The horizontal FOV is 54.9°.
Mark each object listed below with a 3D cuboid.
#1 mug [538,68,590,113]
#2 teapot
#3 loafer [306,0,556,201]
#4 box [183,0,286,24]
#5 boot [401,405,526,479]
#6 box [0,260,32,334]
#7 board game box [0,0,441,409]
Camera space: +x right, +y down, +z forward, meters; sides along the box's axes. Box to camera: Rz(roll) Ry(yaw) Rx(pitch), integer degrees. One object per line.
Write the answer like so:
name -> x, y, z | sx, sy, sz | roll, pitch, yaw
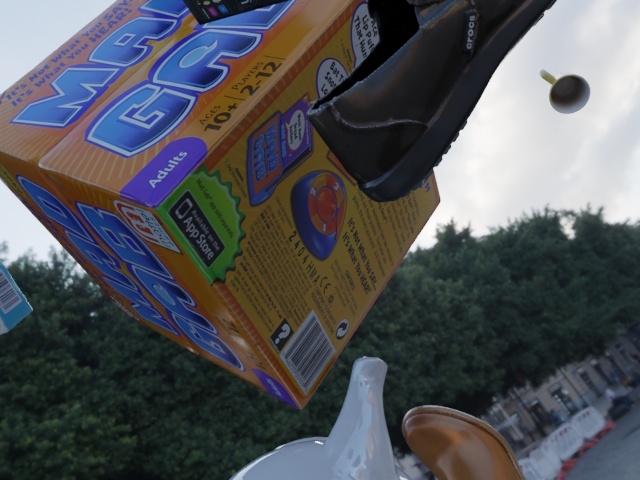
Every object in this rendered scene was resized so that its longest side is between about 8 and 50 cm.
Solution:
mug -> 0.395, -0.251, 0.997 | 0.062, 0.078, 0.064 | -20, 21, 20
teapot -> -0.002, 0.279, 0.563 | 0.255, 0.253, 0.187 | -26, 20, 10
loafer -> 0.069, -0.128, 0.328 | 0.220, 0.078, 0.080 | -59, 18, -3
box -> -0.052, -0.188, 0.401 | 0.083, 0.062, 0.052 | -5, -34, 26
boot -> 0.195, 0.351, 0.776 | 0.109, 0.283, 0.220 | -54, -13, 29
box -> -0.550, 0.110, 0.899 | 0.244, 0.101, 0.060 | -19, 18, 19
board game box -> -0.113, -0.086, 0.766 | 0.356, 0.356, 0.357 | -52, -39, -25
